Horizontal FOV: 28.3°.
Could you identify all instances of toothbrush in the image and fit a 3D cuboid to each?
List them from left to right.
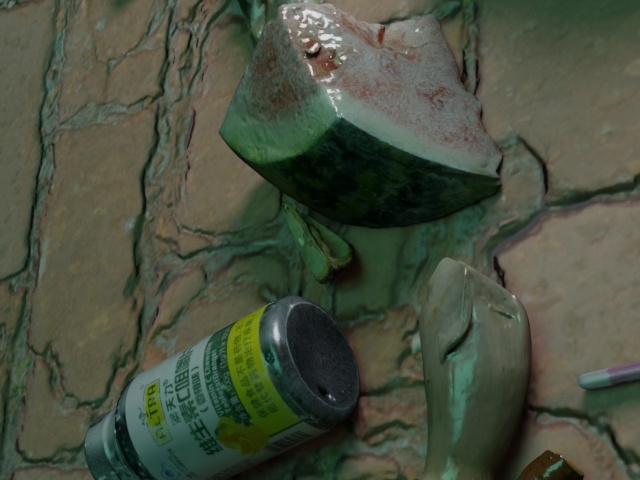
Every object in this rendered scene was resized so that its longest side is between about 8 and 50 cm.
[{"bbox_3d":[0.346,0.089,1.058,0.286,0.020,0.025,-20,69,32],"label":"toothbrush"}]

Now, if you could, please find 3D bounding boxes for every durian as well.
[{"bbox_3d":[-0.008,0.006,1.346,0.052,0.066,0.130,-51,41,12],"label":"durian"}]

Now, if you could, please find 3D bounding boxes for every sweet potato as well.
[{"bbox_3d":[0.185,0.233,1.119,0.117,0.049,0.049,-55,49,17],"label":"sweet potato"}]

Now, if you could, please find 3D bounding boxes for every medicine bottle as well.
[{"bbox_3d":[-0.110,0.176,1.314,0.293,0.141,0.141,-29,57,28],"label":"medicine bottle"}]

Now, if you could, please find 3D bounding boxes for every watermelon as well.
[{"bbox_3d":[0.039,-0.128,1.327,0.310,0.193,0.231,17,104,54],"label":"watermelon"}]

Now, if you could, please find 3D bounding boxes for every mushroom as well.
[{"bbox_3d":[0.138,0.131,1.163,0.108,0.096,0.247,2,77,13],"label":"mushroom"}]

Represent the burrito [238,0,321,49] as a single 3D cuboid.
[{"bbox_3d":[-0.057,-0.296,1.497,0.096,0.066,0.309,-36,57,20],"label":"burrito"}]
